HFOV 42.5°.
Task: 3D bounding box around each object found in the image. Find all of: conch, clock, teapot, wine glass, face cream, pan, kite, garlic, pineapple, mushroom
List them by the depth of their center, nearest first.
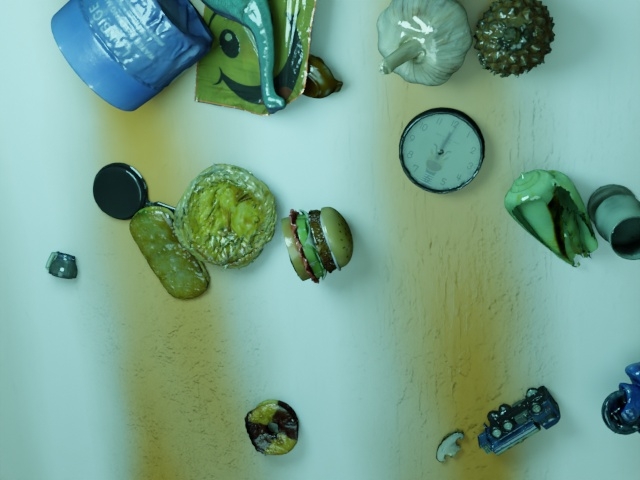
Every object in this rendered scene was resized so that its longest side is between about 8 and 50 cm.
[{"bbox_3d":[0.369,-0.389,1.572,0.166,0.193,0.166,4,105,15],"label":"pineapple"},{"bbox_3d":[0.171,-0.382,1.585,0.199,0.226,0.199,20,128,29],"label":"garlic"},{"bbox_3d":[0.598,-0.037,1.627,0.103,0.231,0.103,2,108,7],"label":"wine glass"},{"bbox_3d":[-0.373,-0.422,1.654,0.225,0.249,0.249,-36,99,15],"label":"face cream"},{"bbox_3d":[0.488,-0.046,1.686,0.250,0.137,0.143,49,127,-4],"label":"conch"},{"bbox_3d":[-0.152,-0.417,1.705,0.377,0.013,0.327,-30,87,32],"label":"kite"},{"bbox_3d":[-0.014,-0.348,1.714,0.129,0.078,0.098,33,151,7],"label":"teapot"},{"bbox_3d":[0.255,-0.187,1.735,0.184,0.040,0.184,3,108,9],"label":"clock"},{"bbox_3d":[-0.415,-0.093,1.881,0.235,0.028,0.136,21,110,2],"label":"pan"},{"bbox_3d":[-0.614,0.057,1.951,0.088,0.066,0.057,13,90,28],"label":"teapot"},{"bbox_3d":[0.307,0.488,1.955,0.049,0.019,0.101,34,112,-2],"label":"mushroom"}]

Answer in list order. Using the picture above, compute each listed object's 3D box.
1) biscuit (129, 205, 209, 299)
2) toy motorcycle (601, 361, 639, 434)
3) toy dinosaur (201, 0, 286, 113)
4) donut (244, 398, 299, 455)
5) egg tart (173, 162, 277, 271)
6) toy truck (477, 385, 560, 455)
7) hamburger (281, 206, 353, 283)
[{"bbox_3d":[-0.347,0.030,1.901,0.118,0.029,0.247,-20,111,18],"label":"biscuit"},{"bbox_3d":[0.774,0.345,1.777,0.319,0.241,0.182,24,150,-5],"label":"toy motorcycle"},{"bbox_3d":[-0.207,-0.466,1.673,0.383,0.129,0.331,25,120,24],"label":"toy dinosaur"},{"bbox_3d":[-0.115,0.448,1.989,0.140,0.059,0.140,3,107,9],"label":"donut"},{"bbox_3d":[-0.209,-0.060,1.827,0.232,0.098,0.252,1,112,2],"label":"egg tart"},{"bbox_3d":[0.451,0.420,1.881,0.202,0.074,0.088,-37,103,18],"label":"toy truck"},{"bbox_3d":[0.001,0.003,1.777,0.137,0.175,0.175,-16,104,7],"label":"hamburger"}]
